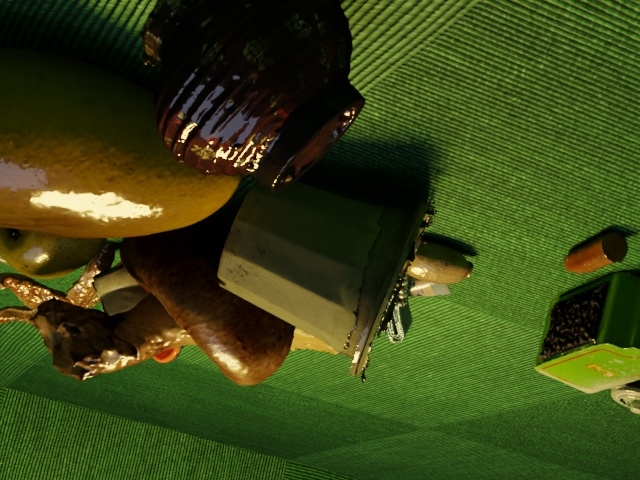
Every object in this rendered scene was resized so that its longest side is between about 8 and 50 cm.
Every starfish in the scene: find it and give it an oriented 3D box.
[{"bbox_3d":[-0.465,0.092,2.158,0.375,0.094,0.327,-22,171,0],"label":"starfish"}]

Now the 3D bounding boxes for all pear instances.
[{"bbox_3d":[-0.432,-0.032,1.835,0.198,0.198,0.198,9,160,4],"label":"pear"}]

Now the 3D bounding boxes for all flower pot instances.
[{"bbox_3d":[0.005,0.023,1.686,0.259,0.290,0.290,24,161,8],"label":"flower pot"}]

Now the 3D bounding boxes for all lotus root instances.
[{"bbox_3d":[0.177,0.035,1.864,0.150,0.062,0.073,14,159,-13],"label":"lotus root"}]

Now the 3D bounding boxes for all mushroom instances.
[{"bbox_3d":[-0.213,0.131,1.871,0.331,0.356,0.334,18,158,28],"label":"mushroom"}]

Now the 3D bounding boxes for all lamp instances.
[{"bbox_3d":[-0.075,-0.176,1.218,0.247,0.247,0.247,9,160,4],"label":"lamp"}]

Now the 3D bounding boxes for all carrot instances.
[{"bbox_3d":[0.410,0.026,1.748,0.048,0.048,0.139,16,161,-14],"label":"carrot"}]

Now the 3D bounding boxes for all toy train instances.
[{"bbox_3d":[0.521,0.169,1.918,0.249,0.173,0.307,25,157,-12],"label":"toy train"}]

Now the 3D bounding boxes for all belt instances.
[{"bbox_3d":[0.129,0.100,1.984,0.100,0.065,0.179,3,134,27],"label":"belt"}]

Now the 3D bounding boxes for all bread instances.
[{"bbox_3d":[-0.085,0.197,2.466,0.251,0.039,0.182,1,157,24],"label":"bread"}]

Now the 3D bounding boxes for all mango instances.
[{"bbox_3d":[-0.322,-0.121,1.507,0.445,0.220,0.301,5,155,-12],"label":"mango"}]

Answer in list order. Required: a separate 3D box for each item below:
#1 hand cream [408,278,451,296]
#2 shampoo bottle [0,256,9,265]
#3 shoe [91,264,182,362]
[{"bbox_3d":[0.139,0.079,2.029,0.171,0.043,0.065,0,151,22],"label":"hand cream"},{"bbox_3d":[-0.572,0.000,2.113,0.234,0.087,0.118,24,163,-33],"label":"shampoo bottle"},{"bbox_3d":[-0.269,0.138,2.120,0.132,0.171,0.336,-20,164,29],"label":"shoe"}]
